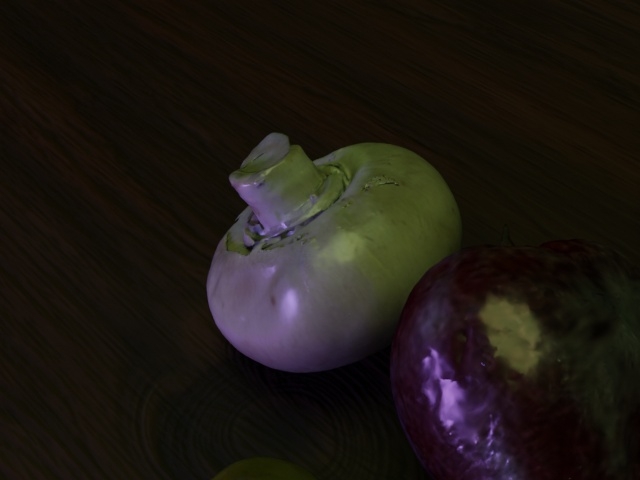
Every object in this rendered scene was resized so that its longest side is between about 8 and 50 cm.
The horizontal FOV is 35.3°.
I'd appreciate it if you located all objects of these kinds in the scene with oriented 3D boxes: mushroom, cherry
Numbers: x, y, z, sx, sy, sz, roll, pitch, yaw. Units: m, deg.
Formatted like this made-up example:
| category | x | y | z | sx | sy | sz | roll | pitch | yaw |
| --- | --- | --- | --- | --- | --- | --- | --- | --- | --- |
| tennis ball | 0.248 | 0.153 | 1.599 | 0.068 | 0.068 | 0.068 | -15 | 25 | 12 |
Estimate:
| category | x | y | z | sx | sy | sz | roll | pitch | yaw |
| --- | --- | --- | --- | --- | --- | --- | --- | --- | --- |
| mushroom | 0.000 | 0.000 | 0.909 | 0.246 | 0.202 | 0.246 | -34 | 22 | 16 |
| cherry | 0.175 | 0.120 | 0.779 | 0.230 | 0.203 | 0.300 | 0 | 60 | -40 |

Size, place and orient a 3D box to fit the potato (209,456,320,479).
| category | x | y | z | sx | sy | sz | roll | pitch | yaw |
| --- | --- | --- | --- | --- | --- | --- | --- | --- | --- |
| potato | -0.050 | 0.270 | 0.741 | 0.160 | 0.111 | 0.271 | -2 | 46 | 9 |
